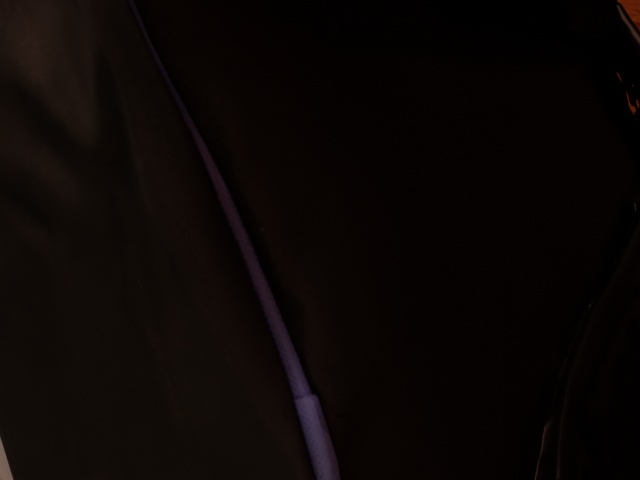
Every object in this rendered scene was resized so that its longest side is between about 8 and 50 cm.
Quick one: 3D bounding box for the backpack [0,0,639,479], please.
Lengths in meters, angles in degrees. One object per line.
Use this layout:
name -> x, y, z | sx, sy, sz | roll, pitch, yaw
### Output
backpack -> 0.000, 0.000, 0.477 | 0.213, 0.277, 0.263 | -9, 11, 34
